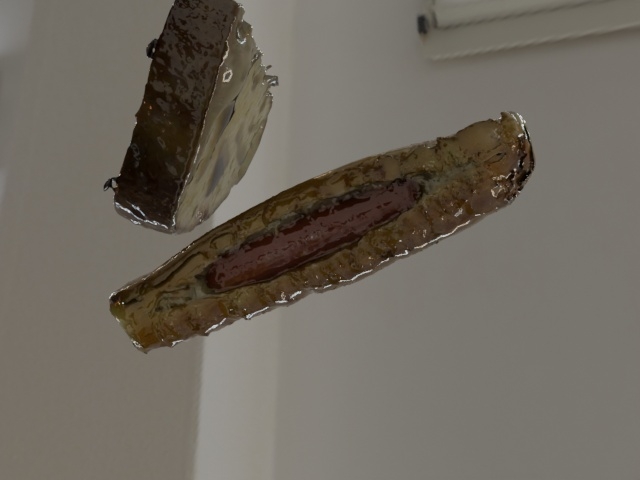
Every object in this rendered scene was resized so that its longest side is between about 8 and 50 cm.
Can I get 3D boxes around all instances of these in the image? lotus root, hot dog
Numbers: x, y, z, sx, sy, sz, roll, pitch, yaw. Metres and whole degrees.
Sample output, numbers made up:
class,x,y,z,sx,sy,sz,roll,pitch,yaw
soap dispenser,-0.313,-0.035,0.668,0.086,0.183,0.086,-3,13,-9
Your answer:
class,x,y,z,sx,sy,sz,roll,pitch,yaw
lotus root,-0.099,-0.086,0.754,0.074,0.261,0.170,27,-90,2
hot dog,0.000,0.000,0.609,0.289,0.083,0.068,-25,-99,10
